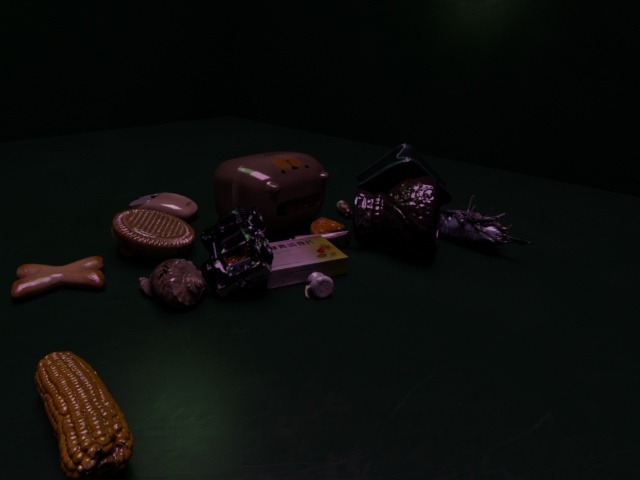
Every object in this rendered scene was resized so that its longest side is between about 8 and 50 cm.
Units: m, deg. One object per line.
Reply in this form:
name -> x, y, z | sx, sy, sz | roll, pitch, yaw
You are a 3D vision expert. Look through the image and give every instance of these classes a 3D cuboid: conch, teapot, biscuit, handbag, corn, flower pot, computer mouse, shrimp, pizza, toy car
conch -> -0.378, 0.114, 1.117 | 0.207, 0.129, 0.155 | -8, -18, 27
teapot -> -0.010, 0.124, 1.177 | 0.083, 0.064, 0.064 | -35, 27, -8
biscuit -> -0.515, -0.024, 1.334 | 0.259, 0.079, 0.259 | 18, 20, -7
handbag -> 0.307, -0.194, 1.575 | 0.327, 0.239, 0.089 | 31, 43, -41
corn -> -0.402, 0.275, 0.723 | 0.102, 0.101, 0.313 | -15, 30, -36
flower pot -> 0.258, -0.083, 1.453 | 0.267, 0.266, 0.266 | 2, 23, 18
computer mouse -> -0.577, -0.126, 1.599 | 0.237, 0.081, 0.145 | 9, 26, 9
shrimp -> 0.558, -0.058, 1.527 | 0.372, 0.172, 0.137 | 5, 53, 39
pizza -> 0.024, -0.039, 1.555 | 0.131, 0.041, 0.178 | -3, 25, -10
biscuit -> -0.686, 0.093, 1.139 | 0.208, 0.047, 0.164 | -8, 28, -26
toy car -> -0.228, 0.016, 1.208 | 0.193, 0.118, 0.301 | -28, 38, 5

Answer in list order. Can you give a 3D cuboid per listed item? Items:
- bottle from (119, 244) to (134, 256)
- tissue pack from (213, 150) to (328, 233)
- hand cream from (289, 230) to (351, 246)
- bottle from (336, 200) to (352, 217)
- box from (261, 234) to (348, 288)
bottle -> -0.598, 0.012, 1.332 | 0.045, 0.045, 0.096 | -8, 28, -25
tissue pack -> -0.160, -0.173, 1.544 | 0.277, 0.267, 0.387 | 26, 31, 37
hand cream -> 0.000, 0.000, 1.444 | 0.210, 0.067, 0.043 | -4, 40, -11
bottle -> 0.102, -0.125, 1.750 | 0.063, 0.047, 0.101 | 6, 23, -22
box -> -0.072, 0.058, 1.299 | 0.261, 0.062, 0.175 | -10, 28, -27
